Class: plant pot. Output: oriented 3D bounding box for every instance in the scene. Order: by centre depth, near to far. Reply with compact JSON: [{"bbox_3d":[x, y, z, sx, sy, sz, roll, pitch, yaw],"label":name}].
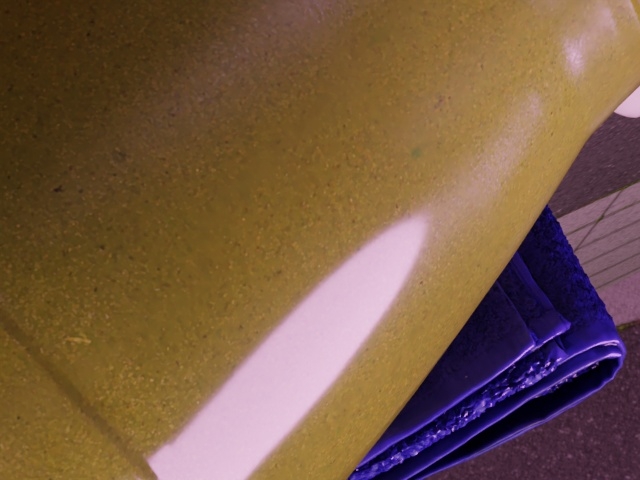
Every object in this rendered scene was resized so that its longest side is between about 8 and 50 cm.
[{"bbox_3d":[-0.057,-0.049,0.864,0.353,0.366,0.366,-41,167,-4],"label":"plant pot"}]

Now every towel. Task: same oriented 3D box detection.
[{"bbox_3d":[0.000,0.000,1.044,0.227,0.308,0.076,-32,140,9],"label":"towel"}]

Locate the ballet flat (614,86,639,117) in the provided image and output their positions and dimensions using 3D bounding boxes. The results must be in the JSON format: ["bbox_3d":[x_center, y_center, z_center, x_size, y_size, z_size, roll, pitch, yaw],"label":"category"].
[{"bbox_3d":[0.101,-0.101,1.245,0.483,0.164,0.182,-37,129,19],"label":"ballet flat"}]
